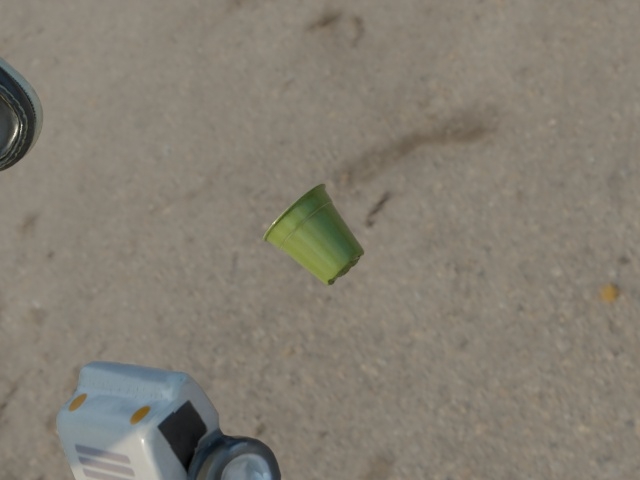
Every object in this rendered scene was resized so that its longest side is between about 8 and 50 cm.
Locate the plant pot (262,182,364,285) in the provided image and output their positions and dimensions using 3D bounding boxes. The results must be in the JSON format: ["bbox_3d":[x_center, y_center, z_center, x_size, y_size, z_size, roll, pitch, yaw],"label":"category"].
[{"bbox_3d":[0.000,0.000,1.345,0.083,0.079,0.083,-42,-7,-7],"label":"plant pot"}]

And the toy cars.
[{"bbox_3d":[-0.052,0.207,0.641,0.176,0.394,0.087,33,59,23],"label":"toy cars"}]

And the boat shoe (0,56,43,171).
[{"bbox_3d":[-0.250,-0.084,0.659,0.084,0.233,0.079,-62,17,20],"label":"boat shoe"}]
